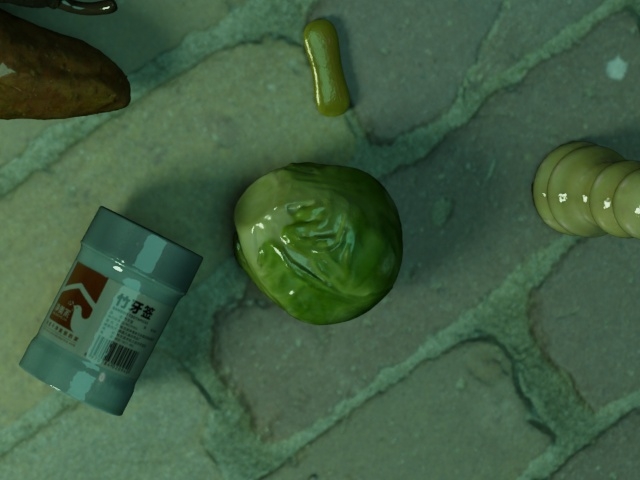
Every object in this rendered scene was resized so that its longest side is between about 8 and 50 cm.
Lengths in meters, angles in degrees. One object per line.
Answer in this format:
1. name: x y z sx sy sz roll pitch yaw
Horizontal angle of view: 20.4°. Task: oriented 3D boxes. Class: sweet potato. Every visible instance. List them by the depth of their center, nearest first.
1. sweet potato: -0.271 -0.150 1.457 0.252 0.097 0.097 9 95 -25

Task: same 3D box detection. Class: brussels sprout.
1. brussels sprout: 0.003 0.000 1.566 0.155 0.117 0.155 -8 109 -25

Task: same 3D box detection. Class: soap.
1. soap: 0.006 -0.155 1.600 0.034 0.012 0.089 -16 103 -17

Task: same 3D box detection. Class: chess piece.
1. chess piece: 0.273 -0.037 1.633 0.094 0.170 0.094 -4 101 -20

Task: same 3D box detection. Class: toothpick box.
1. toothpick box: -0.178 0.060 1.515 0.101 0.101 0.153 28 87 -22

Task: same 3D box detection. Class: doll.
1. doll: -0.248 -0.213 1.419 0.165 0.139 0.057 -3 105 -30
